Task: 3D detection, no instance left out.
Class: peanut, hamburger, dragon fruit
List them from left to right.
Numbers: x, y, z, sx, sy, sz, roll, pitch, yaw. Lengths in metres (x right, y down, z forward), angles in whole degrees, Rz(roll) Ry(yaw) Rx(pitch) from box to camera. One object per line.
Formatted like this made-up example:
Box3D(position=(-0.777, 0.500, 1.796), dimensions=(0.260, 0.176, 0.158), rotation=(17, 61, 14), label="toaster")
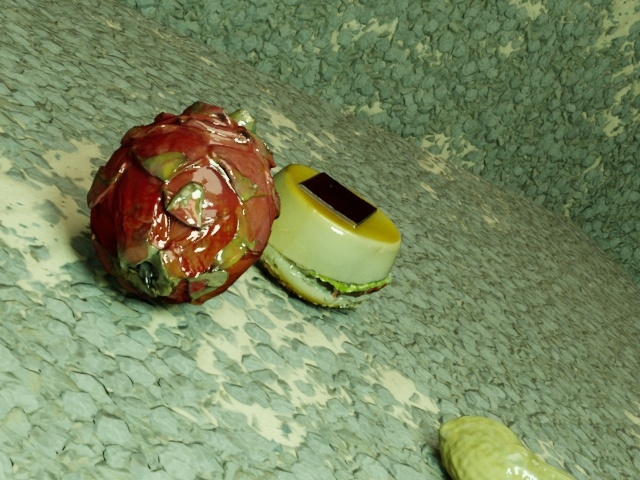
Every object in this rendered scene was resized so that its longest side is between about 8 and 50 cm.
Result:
Box3D(position=(-0.194, -0.049, 1.482), dimensions=(0.277, 0.277, 0.342), rotation=(34, 57, -5), label="dragon fruit")
Box3D(position=(0.000, 0.000, 1.830), dimensions=(0.300, 0.176, 0.300), rotation=(30, 21, -13), label="hamburger")
Box3D(position=(0.296, 0.374, 1.528), dimensions=(0.305, 0.147, 0.147), rotation=(38, 19, 21), label="peanut")
